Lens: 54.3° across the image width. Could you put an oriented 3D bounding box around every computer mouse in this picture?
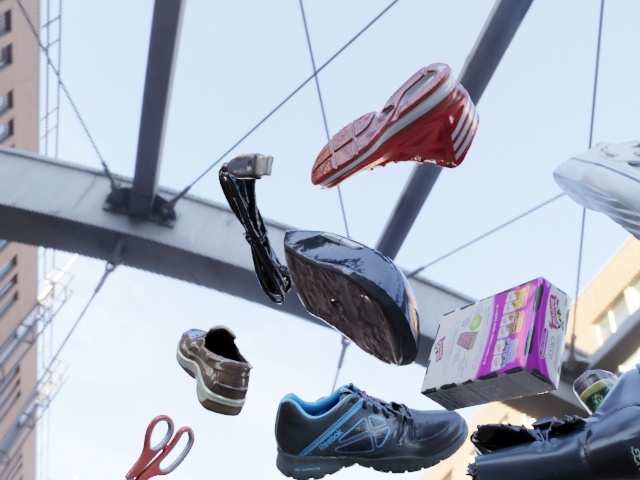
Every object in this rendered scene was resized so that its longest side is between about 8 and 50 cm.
[{"bbox_3d":[0.000,0.000,0.575,0.262,0.060,0.184,19,-45,54],"label":"computer mouse"}]

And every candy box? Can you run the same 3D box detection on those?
[{"bbox_3d":[0.270,0.168,0.978,0.071,0.159,0.233,34,-33,-15],"label":"candy box"}]

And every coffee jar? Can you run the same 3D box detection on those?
[{"bbox_3d":[0.566,0.334,1.187,0.096,0.184,0.079,21,-59,-34],"label":"coffee jar"}]

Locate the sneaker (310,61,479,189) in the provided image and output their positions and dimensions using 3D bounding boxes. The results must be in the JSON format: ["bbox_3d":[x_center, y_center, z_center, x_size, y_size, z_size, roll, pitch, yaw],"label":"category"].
[{"bbox_3d":[0.102,-0.107,0.786,0.221,0.087,0.128,-34,-56,26],"label":"sneaker"}]

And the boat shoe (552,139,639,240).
[{"bbox_3d":[0.286,-0.062,0.588,0.083,0.226,0.076,42,-78,-12],"label":"boat shoe"}]

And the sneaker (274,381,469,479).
[{"bbox_3d":[0.089,0.318,1.072,0.341,0.125,0.139,-5,-87,-8],"label":"sneaker"}]

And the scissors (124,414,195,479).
[{"bbox_3d":[-0.345,0.453,1.142,0.021,0.297,0.109,-1,-47,46],"label":"scissors"}]

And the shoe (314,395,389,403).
[{"bbox_3d":[0.079,0.376,1.335,0.219,0.076,0.058,-4,-54,42],"label":"shoe"}]

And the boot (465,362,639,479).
[{"bbox_3d":[0.270,0.207,0.667,0.207,0.246,0.094,-20,-97,22],"label":"boot"}]

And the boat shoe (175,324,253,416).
[{"bbox_3d":[-0.162,0.180,0.994,0.095,0.257,0.095,16,-84,-28],"label":"boat shoe"}]
